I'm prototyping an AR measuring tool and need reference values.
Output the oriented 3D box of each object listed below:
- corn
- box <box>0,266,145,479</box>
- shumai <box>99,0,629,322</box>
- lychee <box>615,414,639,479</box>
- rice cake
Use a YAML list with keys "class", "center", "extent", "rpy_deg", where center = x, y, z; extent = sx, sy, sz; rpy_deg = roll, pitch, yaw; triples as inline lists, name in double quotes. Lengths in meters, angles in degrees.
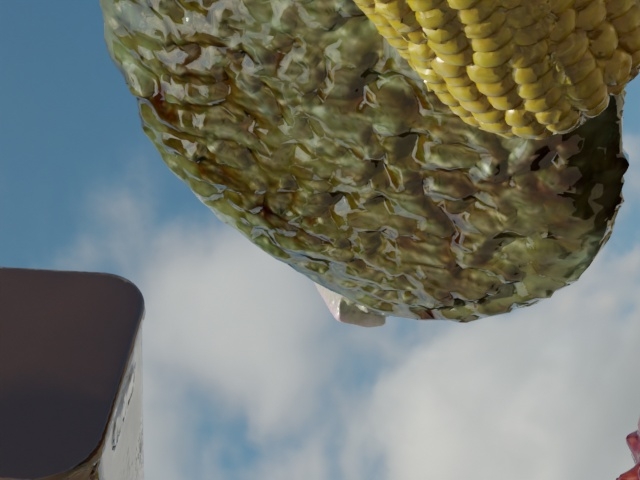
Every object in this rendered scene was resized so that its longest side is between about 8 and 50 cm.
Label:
- class: "corn"
  center: [0.027, -0.135, 0.401]
  extent: [0.106, 0.106, 0.293]
  rpy_deg: [-52, -48, 1]
- class: "box"
  center: [-0.324, 0.180, 0.973]
  extent: [0.339, 0.239, 0.229]
  rpy_deg: [4, -55, 2]
- class: "shumai"
  center: [0.079, -0.167, 0.820]
  extent: [0.348, 0.395, 0.395]
  rpy_deg: [-56, -29, -36]
- class: "lychee"
  center: [0.395, 0.204, 0.784]
  extent: [0.424, 0.500, 0.424]
  rpy_deg: [1, -93, -28]
- class: "rice cake"
  center: [0.000, 0.000, 1.369]
  extent: [0.072, 0.365, 0.056]
  rpy_deg: [6, -64, -25]
